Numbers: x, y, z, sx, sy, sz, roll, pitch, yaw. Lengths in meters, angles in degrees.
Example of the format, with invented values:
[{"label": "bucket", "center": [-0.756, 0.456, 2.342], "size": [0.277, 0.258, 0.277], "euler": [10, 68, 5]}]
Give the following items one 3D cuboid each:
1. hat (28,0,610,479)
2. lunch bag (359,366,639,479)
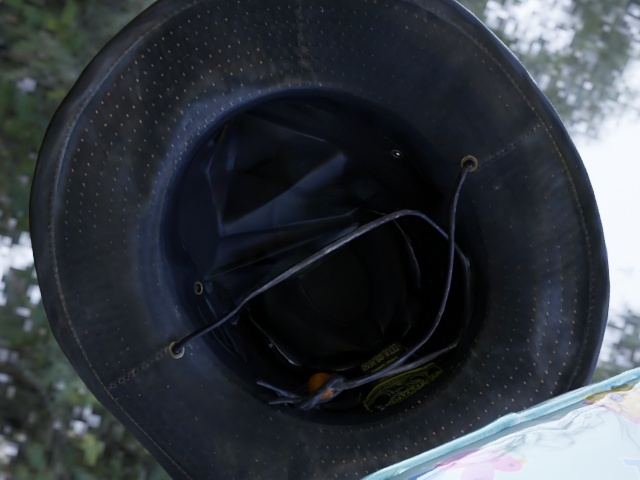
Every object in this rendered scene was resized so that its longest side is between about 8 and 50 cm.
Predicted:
[{"label": "hat", "center": [0.000, 0.000, 0.970], "size": [0.134, 0.331, 0.331], "euler": [-114, -136, -81]}, {"label": "lunch bag", "center": [0.139, 0.150, 0.589], "size": [0.224, 0.279, 0.108], "euler": [33, -60, 35]}]
